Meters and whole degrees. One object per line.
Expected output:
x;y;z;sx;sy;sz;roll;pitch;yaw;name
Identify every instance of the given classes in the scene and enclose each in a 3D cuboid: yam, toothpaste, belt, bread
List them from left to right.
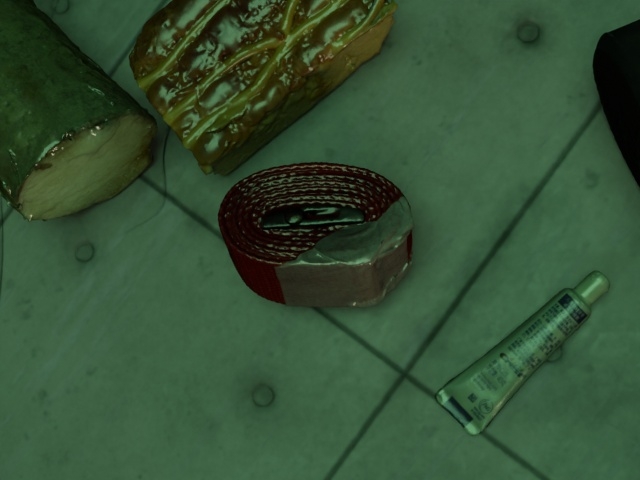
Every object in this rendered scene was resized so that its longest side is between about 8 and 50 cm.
-0.347;-0.166;1.089;0.300;0.195;0.195;43;91;15;yam
-0.068;-0.223;1.084;0.274;0.114;0.185;-39;75;5;bread
0.000;0.000;1.028;0.200;0.124;0.128;1;61;7;belt
0.215;0.111;1.007;0.216;0.037;0.062;-45;75;6;toothpaste

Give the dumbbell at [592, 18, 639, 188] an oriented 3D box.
0.447;-0.162;0.919;0.322;0.204;0.204;-22;77;8;dumbbell
